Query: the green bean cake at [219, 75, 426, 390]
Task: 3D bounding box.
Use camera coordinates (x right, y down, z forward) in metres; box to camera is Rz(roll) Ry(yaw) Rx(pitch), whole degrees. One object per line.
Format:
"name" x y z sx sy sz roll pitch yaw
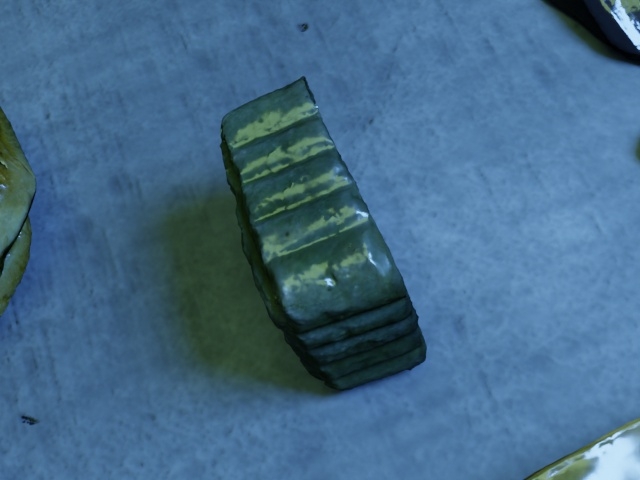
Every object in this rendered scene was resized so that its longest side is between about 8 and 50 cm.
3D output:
"green bean cake" 0.000 0.000 0.722 0.094 0.183 0.184 -21 62 4

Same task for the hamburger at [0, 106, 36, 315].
"hamburger" -0.380 -0.016 0.833 0.285 0.134 0.265 -31 64 -8

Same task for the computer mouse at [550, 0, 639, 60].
"computer mouse" 0.260 -0.224 0.852 0.099 0.057 0.172 -31 65 -7

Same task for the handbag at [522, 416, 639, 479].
"handbag" 0.322 0.206 0.590 0.401 0.133 0.283 -25 67 -1
